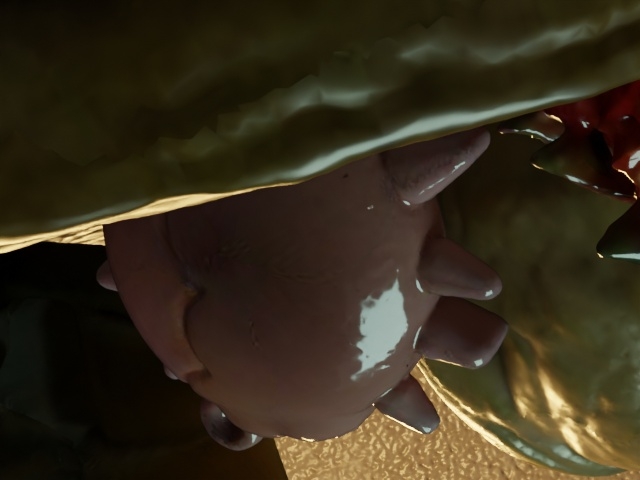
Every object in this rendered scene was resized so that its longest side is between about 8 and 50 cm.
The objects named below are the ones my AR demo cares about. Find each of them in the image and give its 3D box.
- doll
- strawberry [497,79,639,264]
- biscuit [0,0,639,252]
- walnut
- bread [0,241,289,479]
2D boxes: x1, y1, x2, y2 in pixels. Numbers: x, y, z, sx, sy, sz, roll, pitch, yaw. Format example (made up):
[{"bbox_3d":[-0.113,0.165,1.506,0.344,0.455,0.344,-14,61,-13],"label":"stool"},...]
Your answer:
[{"bbox_3d":[-0.019,-0.008,0.818,0.093,0.211,0.262,-41,145,-48],"label":"doll"},{"bbox_3d":[0.177,-0.155,0.718,0.306,0.137,0.233,-60,170,27],"label":"strawberry"},{"bbox_3d":[0.004,-0.073,0.498,0.381,0.074,0.359,-27,-165,-23],"label":"biscuit"},{"bbox_3d":[0.164,-0.015,1.030,0.285,0.285,0.296,-19,-175,-22],"label":"walnut"},{"bbox_3d":[-0.161,0.161,1.127,0.300,0.341,0.210,-10,146,-7],"label":"bread"}]
